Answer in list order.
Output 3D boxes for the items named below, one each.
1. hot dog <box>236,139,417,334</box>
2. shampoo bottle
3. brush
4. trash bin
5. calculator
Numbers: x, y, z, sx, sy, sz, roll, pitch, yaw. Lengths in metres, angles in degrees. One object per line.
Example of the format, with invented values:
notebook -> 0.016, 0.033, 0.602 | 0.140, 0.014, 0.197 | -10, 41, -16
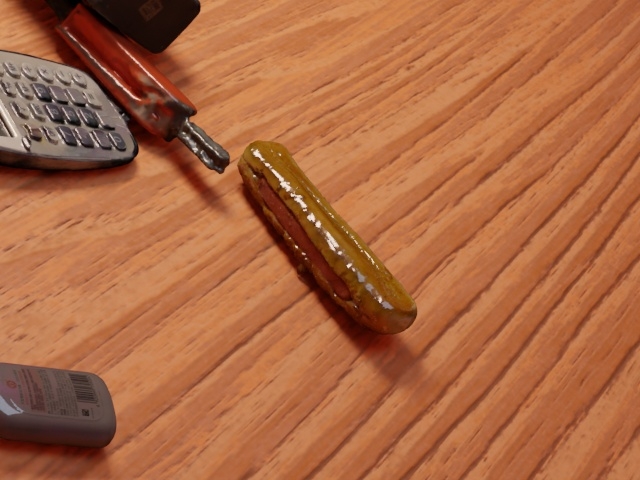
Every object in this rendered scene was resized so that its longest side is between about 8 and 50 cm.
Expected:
hot dog -> 0.003, -0.002, 1.910 | 0.087, 0.061, 0.286 | 2, 41, -43
shampoo bottle -> -0.257, 0.138, 1.523 | 0.165, 0.040, 0.080 | 9, 40, -31
brush -> -0.208, -0.178, 1.970 | 0.323, 0.051, 0.070 | 45, 8, 26
trash bin -> -0.258, -0.334, 2.046 | 0.236, 0.101, 0.176 | 47, 4, 26
calculator -> -0.307, -0.138, 1.853 | 0.268, 0.040, 0.177 | 1, 44, -40
